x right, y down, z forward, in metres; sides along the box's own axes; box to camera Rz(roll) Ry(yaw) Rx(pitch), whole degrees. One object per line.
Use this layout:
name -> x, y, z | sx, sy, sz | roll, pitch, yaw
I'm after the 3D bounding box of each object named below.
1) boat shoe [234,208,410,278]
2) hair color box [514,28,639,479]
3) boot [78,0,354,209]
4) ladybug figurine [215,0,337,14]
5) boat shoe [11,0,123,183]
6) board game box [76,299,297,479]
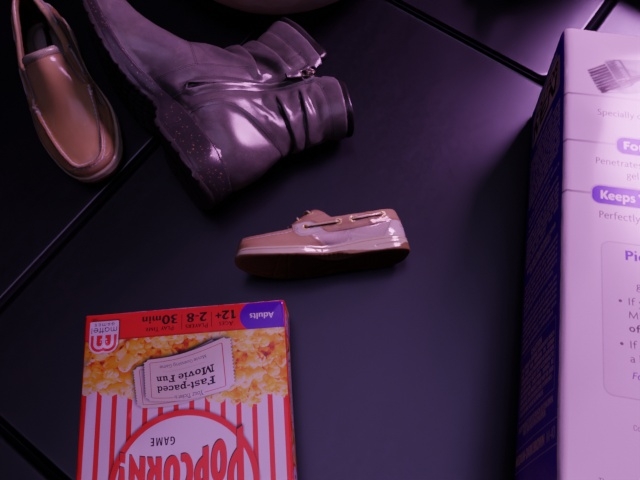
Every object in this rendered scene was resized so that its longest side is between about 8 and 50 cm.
boat shoe -> 0.000, 0.000, 0.515 | 0.135, 0.050, 0.045 | -3, 64, -10
hair color box -> 0.240, 0.021, 0.441 | 0.185, 0.110, 0.338 | 9, 62, 7
boot -> -0.092, -0.152, 0.572 | 0.161, 0.083, 0.246 | -32, 76, -17
ladybug figurine -> -0.050, -0.429, 0.627 | 0.305, 0.162, 0.449 | -8, 68, -1
boat shoe -> -0.230, -0.136, 0.564 | 0.068, 0.072, 0.190 | -28, 70, -9
board game box -> -0.090, 0.145, 0.459 | 0.147, 0.045, 0.193 | -5, 68, 0
